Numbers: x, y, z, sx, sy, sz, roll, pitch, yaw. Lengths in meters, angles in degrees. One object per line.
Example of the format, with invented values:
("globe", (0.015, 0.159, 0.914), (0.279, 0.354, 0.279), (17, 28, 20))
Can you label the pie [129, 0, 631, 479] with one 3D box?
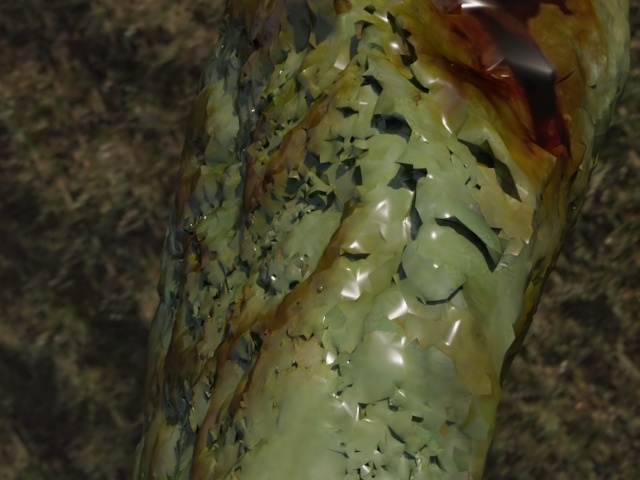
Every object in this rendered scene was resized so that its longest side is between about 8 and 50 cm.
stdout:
("pie", (0.007, 0.022, 0.775), (0.180, 0.418, 0.395), (18, 154, -1))
